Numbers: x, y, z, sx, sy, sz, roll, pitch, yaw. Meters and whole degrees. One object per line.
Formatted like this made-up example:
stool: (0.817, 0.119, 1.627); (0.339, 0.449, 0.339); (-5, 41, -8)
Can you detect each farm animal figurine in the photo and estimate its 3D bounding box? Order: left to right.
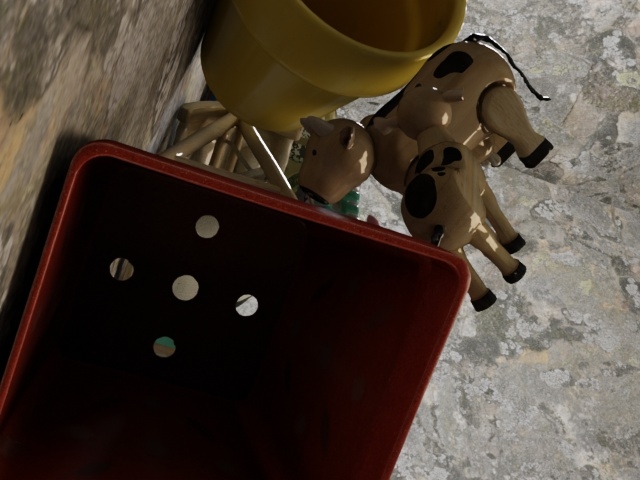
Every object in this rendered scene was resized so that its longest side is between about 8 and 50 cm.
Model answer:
farm animal figurine: (0.078, -0.074, 0.966); (0.327, 0.172, 0.330); (-47, -162, -26)

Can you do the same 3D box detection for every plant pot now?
plant pot: (-0.089, 0.068, 0.787); (0.236, 0.267, 0.267); (-128, -123, -70)
plant pot: (-0.011, -0.242, 1.156); (0.239, 0.254, 0.254); (-39, -153, 50)

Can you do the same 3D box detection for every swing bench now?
swing bench: (-0.137, -0.010, 1.255); (0.255, 0.165, 0.253); (-91, -160, -64)

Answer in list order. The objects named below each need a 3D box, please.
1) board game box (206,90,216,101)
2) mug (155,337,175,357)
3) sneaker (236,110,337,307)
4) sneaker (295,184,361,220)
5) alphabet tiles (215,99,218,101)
board game box: (-0.113, -0.274, 1.728); (0.308, 0.086, 0.302); (-84, -165, -74)
mug: (-0.272, 0.154, 1.872); (0.129, 0.097, 0.158); (-84, -167, -75)
sneaker: (-0.117, -0.080, 1.519); (0.158, 0.182, 0.410); (43, -65, 39)
sneaker: (0.000, 0.000, 1.184); (0.098, 0.083, 0.224); (129, -23, -54)
alphabet tiles: (-0.066, -0.249, 1.566); (0.237, 0.009, 0.198); (-25, 135, -45)
